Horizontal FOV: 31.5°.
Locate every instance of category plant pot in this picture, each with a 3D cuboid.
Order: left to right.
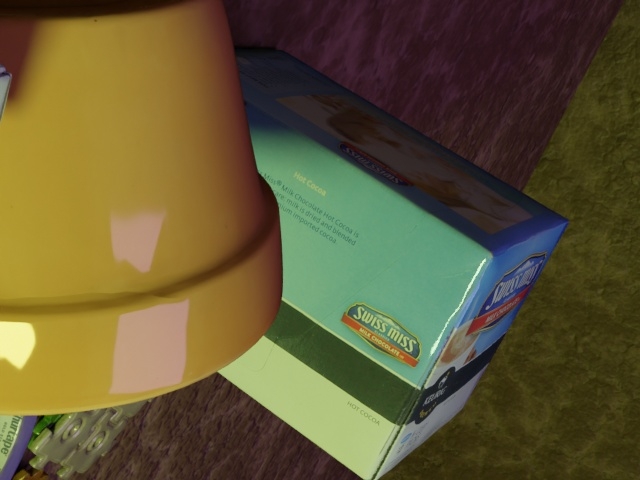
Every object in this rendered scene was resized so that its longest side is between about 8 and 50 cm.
[{"bbox_3d":[-0.162,-0.060,0.678,0.291,0.291,0.203,-33,135,-50],"label":"plant pot"}]

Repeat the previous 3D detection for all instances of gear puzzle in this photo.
[{"bbox_3d":[-0.242,0.171,1.206,0.339,0.044,0.175,-50,162,-10],"label":"gear puzzle"}]

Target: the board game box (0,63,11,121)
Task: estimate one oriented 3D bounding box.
[{"bbox_3d":[-0.296,-0.068,0.422,0.305,0.193,0.053,-26,145,-56],"label":"board game box"}]

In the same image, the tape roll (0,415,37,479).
[{"bbox_3d":[-0.296,0.148,0.884,0.189,0.080,0.188,19,90,-81],"label":"tape roll"}]

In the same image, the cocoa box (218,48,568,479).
[{"bbox_3d":[0.000,0.000,1.025,0.231,0.347,0.227,-16,136,-62],"label":"cocoa box"}]
